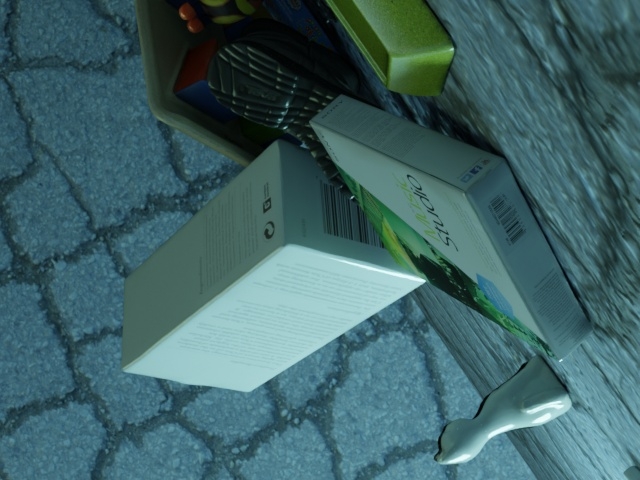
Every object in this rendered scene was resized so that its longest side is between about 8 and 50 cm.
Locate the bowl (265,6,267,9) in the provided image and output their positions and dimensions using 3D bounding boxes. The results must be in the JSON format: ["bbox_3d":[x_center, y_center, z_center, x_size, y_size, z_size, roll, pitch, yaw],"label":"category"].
[{"bbox_3d":[-0.093,-0.346,1.943,0.142,0.053,0.142,50,157,-3],"label":"bowl"}]

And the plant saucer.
[{"bbox_3d":[0.043,-0.214,0.988,0.188,0.045,0.188,56,179,5],"label":"plant saucer"}]

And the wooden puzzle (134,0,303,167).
[{"bbox_3d":[-0.132,-0.259,1.526,0.322,0.080,0.347,26,-138,-55],"label":"wooden puzzle"}]

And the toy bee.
[{"bbox_3d":[-0.123,-0.347,1.386,0.195,0.162,0.298,59,178,-34],"label":"toy bee"}]

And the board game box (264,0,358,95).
[{"bbox_3d":[-0.017,-0.289,1.607,0.211,0.039,0.160,55,179,7],"label":"board game box"}]

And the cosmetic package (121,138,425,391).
[{"bbox_3d":[-0.082,0.056,1.549,0.230,0.453,0.161,15,-124,-32],"label":"cosmetic package"}]

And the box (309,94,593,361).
[{"bbox_3d":[0.129,-0.022,1.164,0.232,0.058,0.322,57,169,-30],"label":"box"}]

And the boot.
[{"bbox_3d":[0.028,-0.172,1.408,0.338,0.118,0.222,38,-157,-4],"label":"boot"}]

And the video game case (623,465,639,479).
[{"bbox_3d":[0.458,0.391,1.365,0.190,0.022,0.173,56,179,-32],"label":"video game case"}]

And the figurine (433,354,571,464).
[{"bbox_3d":[0.256,0.267,1.623,0.092,0.209,0.215,56,179,12],"label":"figurine"}]

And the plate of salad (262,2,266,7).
[{"bbox_3d":[-0.092,-0.380,2.040,0.200,0.048,0.200,56,178,2],"label":"plate of salad"}]
